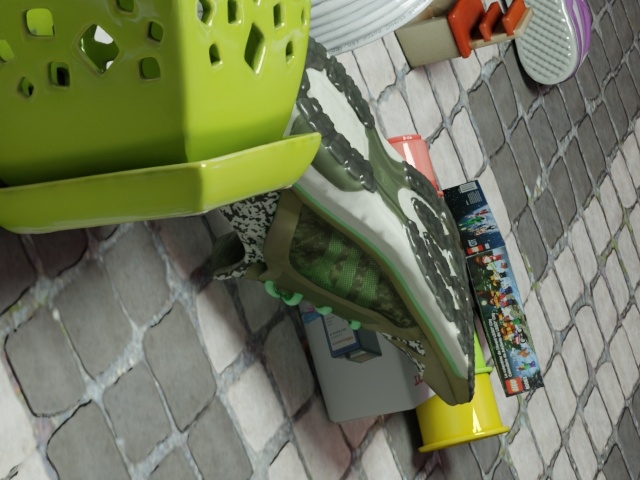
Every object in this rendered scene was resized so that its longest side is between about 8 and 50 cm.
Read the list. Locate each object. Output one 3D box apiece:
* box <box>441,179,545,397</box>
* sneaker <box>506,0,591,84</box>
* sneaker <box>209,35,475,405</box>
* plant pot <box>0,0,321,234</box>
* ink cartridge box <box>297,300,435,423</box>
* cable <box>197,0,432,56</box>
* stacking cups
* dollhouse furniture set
[{"bbox_3d":[0.179,0.046,1.970,0.233,0.044,0.159,-97,171,-72],"label":"box"},{"bbox_3d":[0.291,-0.346,2.443,0.161,0.102,0.282,-25,111,-66],"label":"sneaker"},{"bbox_3d":[0.000,0.000,1.602,0.410,0.182,0.158,54,25,-31],"label":"sneaker"},{"bbox_3d":[-0.135,-0.121,1.362,0.228,0.227,0.207,-22,104,-64],"label":"plant pot"},{"bbox_3d":[0.049,0.051,1.772,0.154,0.093,0.212,-19,96,-64],"label":"ink cartridge box"},{"bbox_3d":[-0.007,-0.250,1.630,0.257,0.257,0.089,-113,177,-57],"label":"cable"},{"bbox_3d":[0.103,0.052,1.896,0.096,0.096,0.316,-1,73,-63],"label":"stacking cups"},{"bbox_3d":[0.121,-0.332,2.047,0.259,0.135,0.262,65,29,-21],"label":"dollhouse furniture set"}]
